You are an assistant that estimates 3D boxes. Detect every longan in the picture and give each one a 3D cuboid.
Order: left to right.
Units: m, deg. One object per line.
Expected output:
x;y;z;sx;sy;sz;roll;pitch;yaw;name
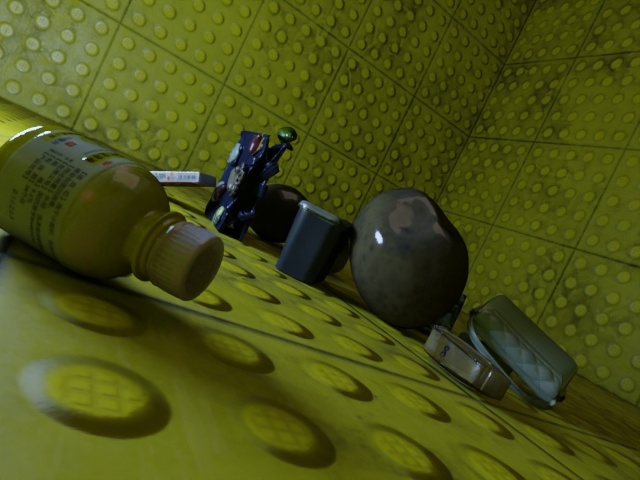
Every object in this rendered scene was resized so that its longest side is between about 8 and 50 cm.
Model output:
-0.154;-0.100;1.705;0.246;0.215;0.246;22;-31;14;longan
0.204;0.038;1.132;0.288;0.288;0.350;24;42;-42;longan

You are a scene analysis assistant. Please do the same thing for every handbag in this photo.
-0.228;-0.171;1.409;0.122;0.303;0.329;25;3;-20;handbag
0.425;0.245;1.035;0.219;0.079;0.256;-17;58;-47;handbag

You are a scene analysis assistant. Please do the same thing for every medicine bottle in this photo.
-0.200;-0.019;0.461;0.213;0.121;0.122;26;2;13;medicine bottle

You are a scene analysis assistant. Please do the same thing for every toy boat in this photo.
0.258;0.216;0.851;0.088;0.068;0.226;31;0;-20;toy boat

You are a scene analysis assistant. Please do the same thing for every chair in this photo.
0.329;0.188;1.352;0.136;0.147;0.270;27;1;4;chair

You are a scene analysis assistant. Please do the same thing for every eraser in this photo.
-0.460;-0.190;1.474;0.230;0.038;0.157;2;2;6;eraser

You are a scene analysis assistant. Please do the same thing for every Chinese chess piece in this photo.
0.392;0.273;1.139;0.144;0.058;0.144;26;2;-1;Chinese chess piece

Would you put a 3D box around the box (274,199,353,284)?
-0.012;0.008;1.220;0.138;0.178;0.274;27;2;11;box

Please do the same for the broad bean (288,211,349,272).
-0.001;0.000;1.586;0.291;0.119;0.238;-2;63;-61;broad bean

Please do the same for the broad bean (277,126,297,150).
-0.095;-0.294;1.334;0.061;0.046;0.195;47;-2;-3;broad bean
